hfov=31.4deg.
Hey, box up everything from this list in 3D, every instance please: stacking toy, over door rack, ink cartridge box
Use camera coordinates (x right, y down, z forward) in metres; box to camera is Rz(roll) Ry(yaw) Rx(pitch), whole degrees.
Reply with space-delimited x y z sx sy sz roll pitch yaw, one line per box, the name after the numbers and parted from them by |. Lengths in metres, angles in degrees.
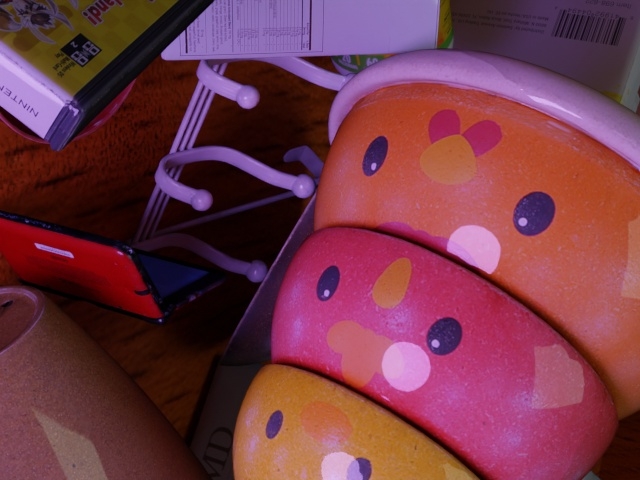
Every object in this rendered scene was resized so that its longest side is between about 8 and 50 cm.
0.060 0.137 0.805 0.479 0.351 0.350 -57 148 -21 | stacking toy
-0.025 -0.090 1.038 0.324 0.108 0.239 -35 159 -52 | over door rack
0.259 -0.173 1.447 0.384 0.279 0.160 -68 152 -15 | ink cartridge box

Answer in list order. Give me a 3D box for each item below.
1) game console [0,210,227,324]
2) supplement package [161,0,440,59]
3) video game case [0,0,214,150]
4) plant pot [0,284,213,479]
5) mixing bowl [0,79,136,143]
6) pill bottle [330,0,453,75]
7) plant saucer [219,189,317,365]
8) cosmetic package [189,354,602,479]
-0.163 0.005 0.875 0.085 0.144 0.124 -59 148 -31 | game console
-0.027 -0.235 0.878 0.194 0.203 0.149 -110 -161 -64 | supplement package
-0.175 -0.197 0.634 0.035 0.248 0.275 -47 -172 36 | video game case
-0.205 0.169 0.821 0.237 0.237 0.254 -48 129 -43 | plant pot
-0.206 -0.163 0.768 0.181 0.098 0.181 -37 134 -52 | mixing bowl
0.057 -0.294 1.162 0.136 0.136 0.245 -54 145 -36 | pill bottle
0.000 0.000 1.122 0.310 0.050 0.310 -59 180 0 | plant saucer
0.073 0.352 1.207 0.327 0.394 0.329 38 68 -61 | cosmetic package
